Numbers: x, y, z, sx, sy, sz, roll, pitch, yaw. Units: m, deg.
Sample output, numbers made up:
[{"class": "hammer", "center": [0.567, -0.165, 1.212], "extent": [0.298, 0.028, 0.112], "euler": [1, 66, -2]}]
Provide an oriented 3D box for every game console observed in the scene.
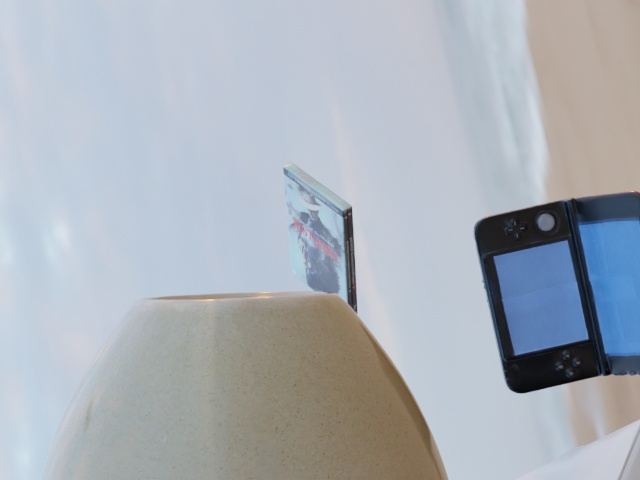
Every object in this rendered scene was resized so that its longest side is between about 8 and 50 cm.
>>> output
[{"class": "game console", "center": [0.195, 0.042, 1.457], "extent": [0.085, 0.124, 0.144], "euler": [-149, 47, -84]}]

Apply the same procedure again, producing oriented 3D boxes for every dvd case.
[{"class": "dvd case", "center": [0.000, 0.000, 1.653], "extent": [0.087, 0.013, 0.119], "euler": [38, 143, 40]}]

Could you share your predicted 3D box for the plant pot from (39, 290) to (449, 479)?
[{"class": "plant pot", "center": [-0.052, 0.130, 1.216], "extent": [0.284, 0.284, 0.191], "euler": [-8, -84, -85]}]

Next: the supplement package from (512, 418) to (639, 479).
[{"class": "supplement package", "center": [0.251, 0.297, 1.329], "extent": [0.293, 0.177, 0.175], "euler": [39, -128, -11]}]
